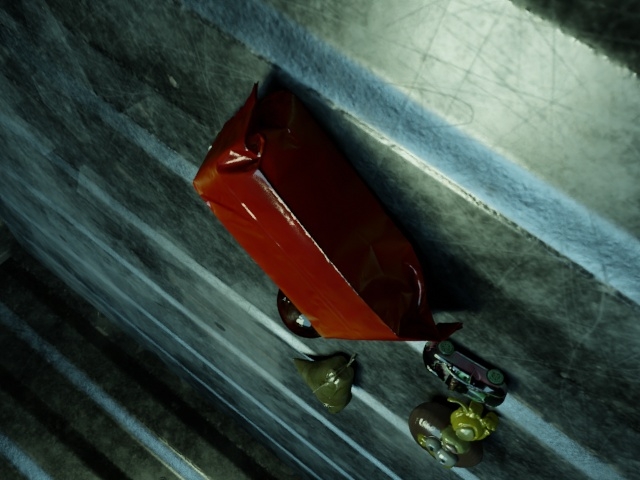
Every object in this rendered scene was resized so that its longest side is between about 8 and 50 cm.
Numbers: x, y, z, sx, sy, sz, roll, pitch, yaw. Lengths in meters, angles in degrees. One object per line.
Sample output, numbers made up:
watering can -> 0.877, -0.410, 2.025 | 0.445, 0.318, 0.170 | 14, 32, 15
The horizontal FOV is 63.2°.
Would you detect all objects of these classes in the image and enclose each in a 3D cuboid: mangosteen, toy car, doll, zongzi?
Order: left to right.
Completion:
mangosteen -> -0.004, 0.109, 0.890 | 0.140, 0.140, 0.140 | 30, 149, 20
zongzi -> -0.003, 0.275, 1.157 | 0.178, 0.081, 0.189 | 37, 146, 28
doll -> 0.232, 0.343, 0.946 | 0.145, 0.096, 0.188 | 21, 136, 19
toy car -> 0.220, 0.211, 0.814 | 0.142, 0.055, 0.069 | 29, 145, 18

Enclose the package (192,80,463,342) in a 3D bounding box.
package -> 0.000, -0.001, 0.722 | 0.424, 0.123, 0.196 | 51, 152, -13
